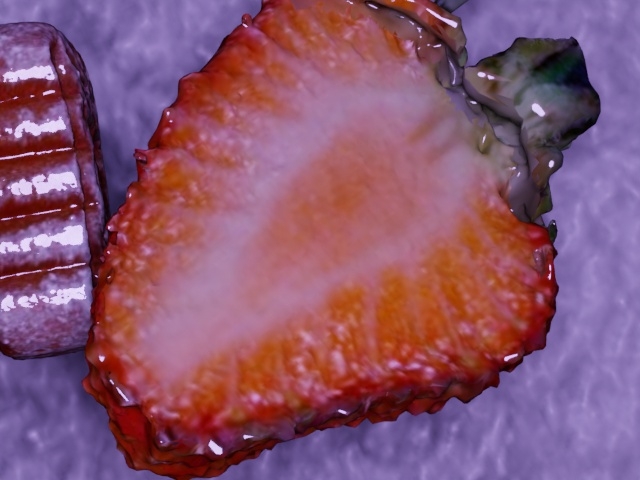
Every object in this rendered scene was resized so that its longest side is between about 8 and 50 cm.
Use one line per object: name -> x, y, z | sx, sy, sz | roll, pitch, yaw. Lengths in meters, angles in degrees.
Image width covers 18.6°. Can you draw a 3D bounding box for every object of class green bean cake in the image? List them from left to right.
green bean cake -> -0.117, -0.019, 0.819 | 0.056, 0.135, 0.136 | -9, 88, -3

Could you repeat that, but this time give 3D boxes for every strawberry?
strawberry -> 0.000, 0.000, 0.814 | 0.286, 0.106, 0.188 | -38, 84, -35
